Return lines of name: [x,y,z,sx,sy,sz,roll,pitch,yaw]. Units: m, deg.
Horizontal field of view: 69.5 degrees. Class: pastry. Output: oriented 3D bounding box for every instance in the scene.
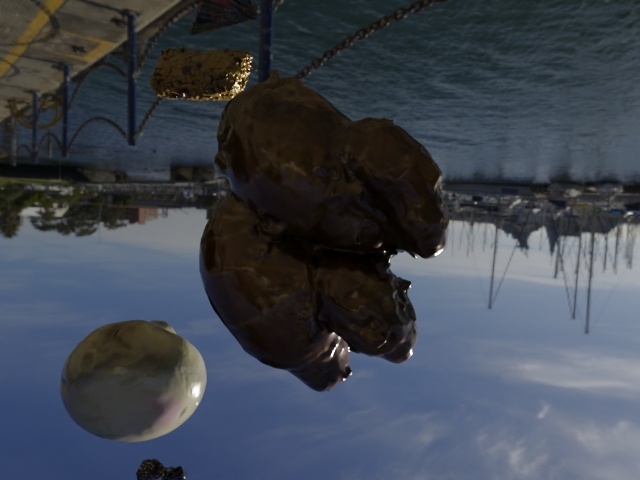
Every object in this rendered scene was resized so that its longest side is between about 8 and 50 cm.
pastry: [-0.163,-0.228,0.635,0.140,0.080,0.056,12,166,20]

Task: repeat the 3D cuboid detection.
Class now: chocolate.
chocolate: [-0.389,0.584,1.147,0.147,0.070,0.072,-4,169,35]

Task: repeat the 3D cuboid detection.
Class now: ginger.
ginger: [-0.005,0.009,0.524,0.274,0.358,0.152,18,-163,16]

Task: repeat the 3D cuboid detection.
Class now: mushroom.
mushroom: [-0.431,0.340,1.097,0.314,0.315,0.356,2,157,-5]

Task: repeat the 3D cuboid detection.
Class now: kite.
kite: [-0.222,-0.560,1.042,0.183,0.241,0.014,17,177,-21]
